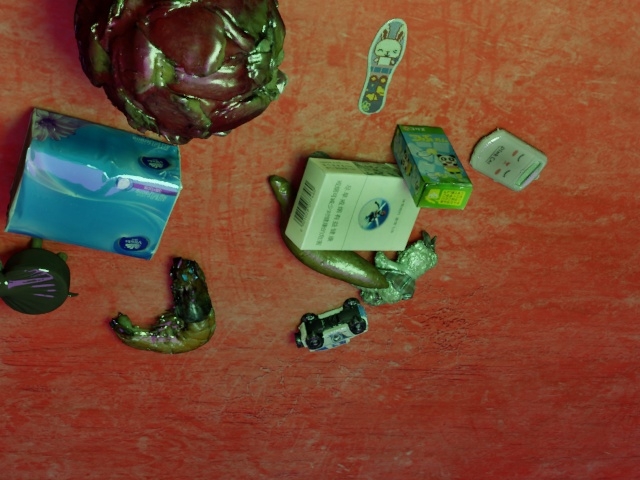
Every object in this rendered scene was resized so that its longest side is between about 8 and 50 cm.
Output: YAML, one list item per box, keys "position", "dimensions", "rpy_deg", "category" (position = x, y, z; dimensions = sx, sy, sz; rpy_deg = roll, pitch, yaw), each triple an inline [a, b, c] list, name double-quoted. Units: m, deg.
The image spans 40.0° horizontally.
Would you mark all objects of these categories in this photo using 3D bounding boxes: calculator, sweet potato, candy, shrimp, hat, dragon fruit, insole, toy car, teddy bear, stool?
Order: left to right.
- position: [-0.570, 0.066, 1.669]
  dimensions: [0.217, 0.121, 0.125]
  rpy_deg: [8, 129, -22]
  category: "stool"
- position: [-0.331, 0.142, 1.836]
  dimensions: [0.222, 0.054, 0.290]
  rpy_deg: [-4, 134, -10]
  category: "shrimp"
- position: [-0.210, -0.305, 1.329]
  dimensions: [0.329, 0.329, 0.329]
  rpy_deg: [-7, 131, -8]
  category: "dragon fruit"
- position: [-0.007, 0.001, 1.778]
  dimensions: [0.108, 0.079, 0.346]
  rpy_deg: [-35, 116, 26]
  category: "sweet potato"
- position: [0.011, -0.135, 1.700]
  dimensions: [0.087, 0.042, 0.058]
  rpy_deg: [27, 92, 1]
  category: "hat"
- position: [0.024, 0.196, 1.952]
  dimensions: [0.171, 0.080, 0.070]
  rpy_deg: [-21, 131, 4]
  category: "toy car"
- position: [0.110, -0.312, 1.591]
  dimensions: [0.065, 0.004, 0.197]
  rpy_deg: [5, 128, -18]
  category: "insole"
- position: [0.164, 0.073, 1.862]
  dimensions: [0.213, 0.111, 0.133]
  rpy_deg: [-32, 133, 15]
  category: "teddy bear"
- position: [0.204, -0.139, 1.634]
  dimensions: [0.097, 0.194, 0.062]
  rpy_deg: [1, 130, -15]
  category: "candy"
- position: [0.380, -0.160, 1.767]
  dimensions: [0.175, 0.032, 0.100]
  rpy_deg: [23, 121, -30]
  category: "calculator"

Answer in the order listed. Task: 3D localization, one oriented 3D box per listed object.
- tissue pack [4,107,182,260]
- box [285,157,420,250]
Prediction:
- position: [-0.401, -0.094, 1.558]
  dimensions: [0.264, 0.146, 0.198]
  rpy_deg: [13, 126, -23]
  category: "tissue pack"
- position: [0.073, -0.066, 1.687]
  dimensions: [0.257, 0.069, 0.164]
  rpy_deg: [1, 119, -36]
  category: "box"
